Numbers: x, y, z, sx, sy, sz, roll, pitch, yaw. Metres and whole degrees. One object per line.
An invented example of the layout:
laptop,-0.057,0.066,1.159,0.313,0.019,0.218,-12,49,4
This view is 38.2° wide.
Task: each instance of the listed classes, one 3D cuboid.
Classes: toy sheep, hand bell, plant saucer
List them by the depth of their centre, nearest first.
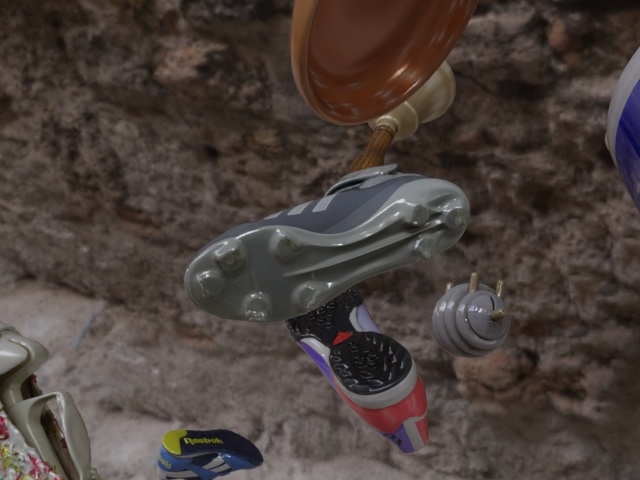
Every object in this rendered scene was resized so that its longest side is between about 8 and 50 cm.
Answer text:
plant saucer,0.048,-0.178,0.667,0.200,0.200,0.037,-36,58,-25
toy sheep,0.166,0.085,1.010,0.091,0.091,0.132,-32,-4,-20
hand bell,0.075,-0.120,1.100,0.126,0.126,0.242,1,44,24

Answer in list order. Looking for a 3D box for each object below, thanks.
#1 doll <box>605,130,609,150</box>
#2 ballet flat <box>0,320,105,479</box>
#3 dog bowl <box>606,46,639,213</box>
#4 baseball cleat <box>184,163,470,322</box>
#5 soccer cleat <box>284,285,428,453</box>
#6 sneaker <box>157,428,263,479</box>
doll,0.359,-0.138,0.890,0.189,0.046,0.129,-38,-5,32
ballet flat,-0.240,0.130,0.747,0.077,0.091,0.241,-36,78,11
dog bowl,0.385,-0.093,0.775,0.264,0.265,0.104,-13,45,6
baseball cleat,0.000,0.000,0.650,0.205,0.072,0.109,-13,20,-15
soccer cleat,0.041,0.146,1.144,0.108,0.116,0.318,-28,25,-9
sneaker,-0.137,0.268,1.134,0.144,0.059,0.053,13,20,-34
